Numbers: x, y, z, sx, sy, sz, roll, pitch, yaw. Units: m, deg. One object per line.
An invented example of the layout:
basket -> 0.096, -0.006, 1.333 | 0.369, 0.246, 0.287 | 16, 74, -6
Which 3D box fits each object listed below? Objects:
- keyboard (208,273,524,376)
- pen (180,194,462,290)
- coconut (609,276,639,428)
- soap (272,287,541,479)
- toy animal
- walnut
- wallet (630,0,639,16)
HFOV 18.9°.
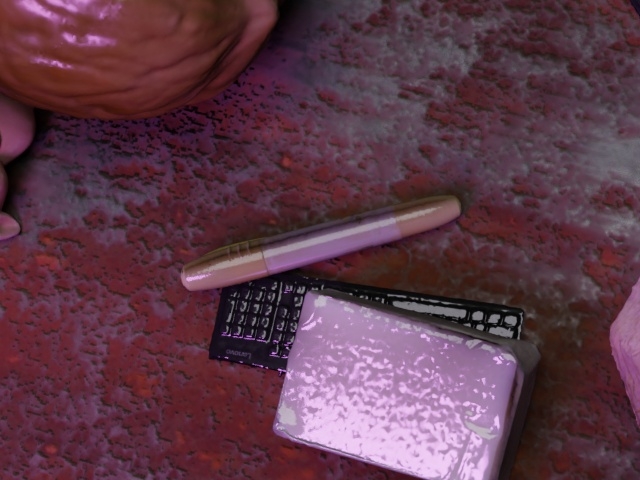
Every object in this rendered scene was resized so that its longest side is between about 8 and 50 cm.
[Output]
keyboard -> 0.034, 0.077, 1.535 | 0.251, 0.017, 0.087 | 9, 75, 16
pen -> 0.000, 0.000, 1.554 | 0.233, 0.032, 0.040 | -15, 27, 1
coconut -> 0.349, 0.082, 1.318 | 0.297, 0.254, 0.297 | 7, 73, -23
soap -> 0.065, 0.115, 1.476 | 0.183, 0.064, 0.121 | 15, 94, 16
toy animal -> -0.287, -0.068, 1.632 | 0.083, 0.089, 0.150 | 22, 82, 40
walnut -> -0.175, -0.239, 1.545 | 0.333, 0.333, 0.332 | -4, 73, 13
wallet -> 0.363, -0.281, 1.556 | 0.285, 0.030, 0.146 | -31, 65, 4
